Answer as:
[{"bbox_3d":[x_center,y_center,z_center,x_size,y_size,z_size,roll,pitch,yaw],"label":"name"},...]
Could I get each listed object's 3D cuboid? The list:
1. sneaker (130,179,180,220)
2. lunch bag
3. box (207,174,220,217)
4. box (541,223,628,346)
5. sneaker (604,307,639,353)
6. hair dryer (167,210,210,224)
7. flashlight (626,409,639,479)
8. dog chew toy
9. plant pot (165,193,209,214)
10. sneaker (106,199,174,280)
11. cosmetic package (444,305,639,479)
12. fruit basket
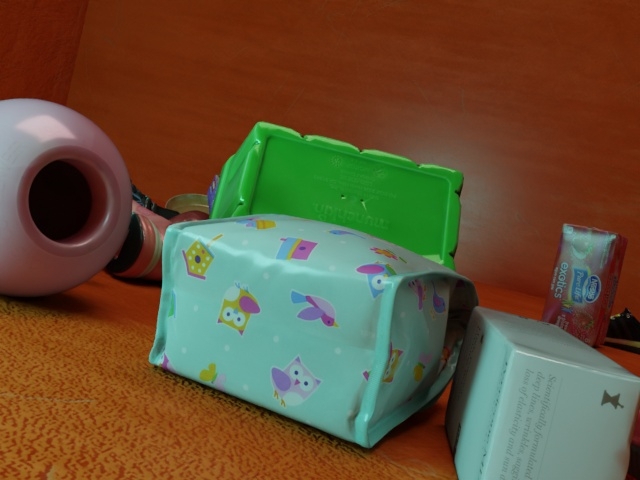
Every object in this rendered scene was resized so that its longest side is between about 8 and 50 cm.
[{"bbox_3d":[-0.436,-0.085,1.606,0.125,0.140,0.340,13,1,39],"label":"sneaker"},{"bbox_3d":[0.012,0.063,0.658,0.223,0.160,0.262,14,8,26],"label":"lunch bag"},{"bbox_3d":[-0.053,-0.005,1.302,0.293,0.201,0.057,8,-40,-26],"label":"box"},{"bbox_3d":[0.593,0.100,1.609,0.122,0.257,0.128,14,2,33],"label":"box"},{"bbox_3d":[0.702,0.203,1.706,0.234,0.097,0.084,14,3,7],"label":"sneaker"},{"bbox_3d":[-0.231,-0.042,1.549,0.293,0.080,0.223,-18,2,-24],"label":"hair dryer"},{"bbox_3d":[0.267,0.156,0.636,0.103,0.103,0.304,40,-4,-12],"label":"flashlight"},{"bbox_3d":[-0.361,-0.049,0.801,0.331,0.207,0.206,6,-3,43],"label":"dog chew toy"},{"bbox_3d":[-0.301,-0.052,1.917,0.236,0.032,0.236,16,28,-9],"label":"plant pot"},{"bbox_3d":[-0.284,0.006,1.136,0.136,0.116,0.314,24,4,-33],"label":"sneaker"},{"bbox_3d":[0.150,0.123,0.529,0.085,0.118,0.231,13,1,7],"label":"cosmetic package"},{"bbox_3d":[0.012,0.007,1.071,0.391,0.283,0.392,8,-28,4],"label":"fruit basket"}]
